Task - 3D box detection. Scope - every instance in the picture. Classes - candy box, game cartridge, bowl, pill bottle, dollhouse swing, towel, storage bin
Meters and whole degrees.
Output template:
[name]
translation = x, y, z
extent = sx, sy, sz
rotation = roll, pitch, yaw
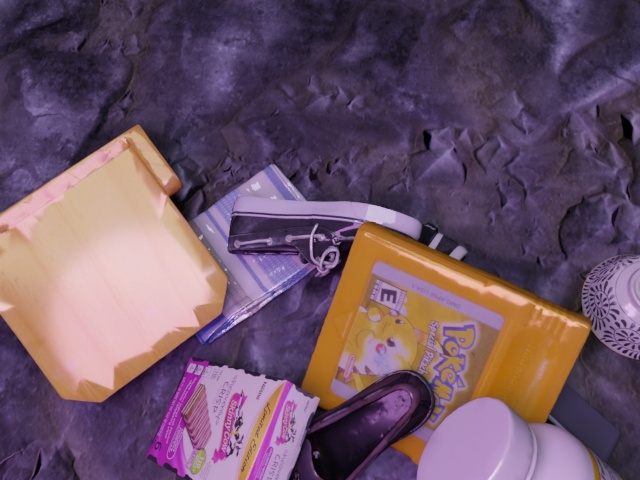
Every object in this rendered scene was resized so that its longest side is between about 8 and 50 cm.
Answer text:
[candy box]
translation = -0.126, 0.257, 0.887
extent = 0.233, 0.071, 0.159
rotation = -1, 60, 47
[game cartridge]
translation = 0.153, 0.165, 0.885
extent = 0.323, 0.052, 0.286
rotation = 25, 107, 22
[bowl]
translation = 0.485, 0.085, 0.965
extent = 0.169, 0.080, 0.170
rotation = -2, 66, 4
[pill bottle]
translation = 0.277, 0.336, 0.750
extent = 0.334, 0.188, 0.188
rotation = 40, 74, -12
[dollhouse swing]
translation = -0.354, 0.033, 1.059
extent = 0.346, 0.315, 0.305
rotation = -37, 107, -10
[towel]
translation = -0.131, 0.015, 1.079
extent = 0.285, 0.034, 0.209
rotation = -36, 68, -9
[storage bin]
translation = 0.340, 0.269, 0.902
extent = 0.091, 0.098, 0.135
rotation = -29, 64, -37

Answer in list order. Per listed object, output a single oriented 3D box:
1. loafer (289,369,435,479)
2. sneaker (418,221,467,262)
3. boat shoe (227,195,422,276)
[loafer]
translation = 0.014, 0.271, 0.843
extent = 0.302, 0.095, 0.109
rotation = -39, 72, 5
[sneaker]
translation = 0.118, 0.060, 1.018
extent = 0.121, 0.079, 0.217
rotation = 39, 68, 23
[boat shoe]
translation = -0.001, -0.001, 0.992
extent = 0.306, 0.113, 0.105
rotation = 7, 76, 13
